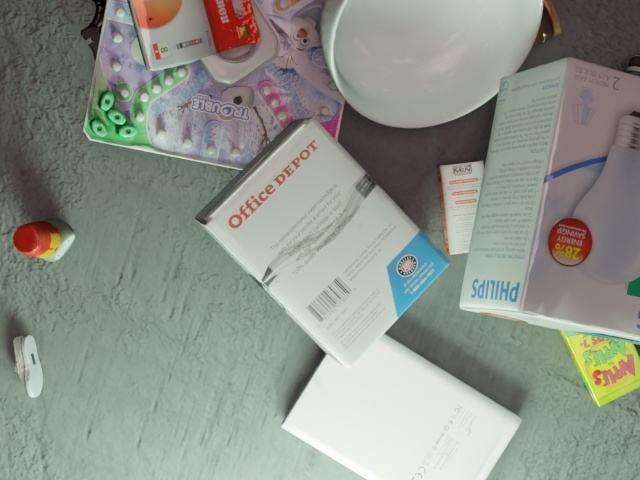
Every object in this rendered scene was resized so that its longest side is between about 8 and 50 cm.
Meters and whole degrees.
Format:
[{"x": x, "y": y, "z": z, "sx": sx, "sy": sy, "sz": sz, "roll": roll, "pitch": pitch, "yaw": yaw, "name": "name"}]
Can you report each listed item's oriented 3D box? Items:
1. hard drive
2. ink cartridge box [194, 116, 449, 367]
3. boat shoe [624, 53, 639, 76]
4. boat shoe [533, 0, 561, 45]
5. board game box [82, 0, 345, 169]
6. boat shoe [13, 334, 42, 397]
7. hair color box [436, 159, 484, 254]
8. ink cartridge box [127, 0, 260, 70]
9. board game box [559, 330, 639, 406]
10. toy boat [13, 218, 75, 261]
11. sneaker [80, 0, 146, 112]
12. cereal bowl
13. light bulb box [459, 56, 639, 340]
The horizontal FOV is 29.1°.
[{"x": 0.128, "y": 0.287, "z": 1.948, "sx": 0.319, "sy": 0.040, "sz": 0.210, "roll": 32, "pitch": 92, "yaw": -3, "name": "hard drive"}, {"x": 0.000, "y": 0.000, "z": 1.831, "sx": 0.223, "sy": 0.129, "sz": 0.307, "roll": -45, "pitch": 103, "yaw": -6, "name": "ink cartridge box"}, {"x": 0.584, "y": -0.263, "z": 1.911, "sx": 0.228, "sy": 0.081, "sz": 0.068, "roll": 11, "pitch": 90, "yaw": -9, "name": "boat shoe"}, {"x": 0.301, "y": -0.399, "z": 1.898, "sx": 0.073, "sy": 0.073, "sz": 0.207, "roll": -24, "pitch": 93, "yaw": -2, "name": "boat shoe"}, {"x": -0.130, "y": -0.307, "z": 1.859, "sx": 0.390, "sy": 0.050, "sz": 0.390, "roll": 10, "pitch": 92, "yaw": -17, "name": "board game box"}, {"x": -0.465, "y": 0.199, "z": 1.940, "sx": 0.035, "sy": 0.035, "sz": 0.100, "roll": -6, "pitch": 98, "yaw": 27, "name": "boat shoe"}, {"x": 0.227, "y": -0.052, "z": 1.931, "sx": 0.072, "sy": 0.043, "sz": 0.141, "roll": -6, "pitch": 94, "yaw": -1, "name": "hair color box"}, {"x": -0.185, "y": -0.336, "z": 1.792, "sx": 0.179, "sy": 0.045, "sz": 0.145, "roll": -16, "pitch": 100, "yaw": -11, "name": "ink cartridge box"}, {"x": 0.438, "y": 0.159, "z": 1.946, "sx": 0.092, "sy": 0.043, "sz": 0.181, "roll": -26, "pitch": 93, "yaw": 0, "name": "board game box"}, {"x": -0.541, "y": 0.028, "z": 1.885, "sx": 0.318, "sy": 0.148, "sz": 0.267, "roll": -12, "pitch": 88, "yaw": 7, "name": "toy boat"}, {"x": -0.313, "y": -0.291, "z": 1.877, "sx": 0.106, "sy": 0.078, "sz": 0.234, "roll": -5, "pitch": 90, "yaw": -29, "name": "sneaker"}, {"x": 0.151, "y": -0.343, "z": 1.822, "sx": 0.339, "sy": 0.141, "sz": 0.339, "roll": -11, "pitch": 132, "yaw": -13, "name": "cereal bowl"}, {"x": 0.431, "y": -0.039, "z": 1.796, "sx": 0.358, "sy": 0.225, "sz": 0.361, "roll": 12, "pitch": 87, "yaw": -15, "name": "light bulb box"}]
